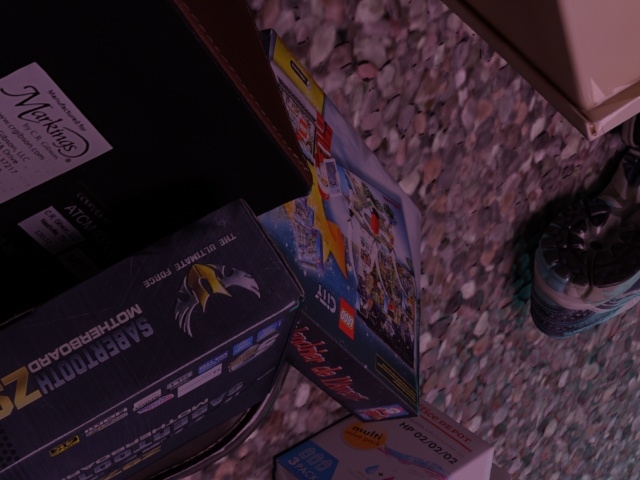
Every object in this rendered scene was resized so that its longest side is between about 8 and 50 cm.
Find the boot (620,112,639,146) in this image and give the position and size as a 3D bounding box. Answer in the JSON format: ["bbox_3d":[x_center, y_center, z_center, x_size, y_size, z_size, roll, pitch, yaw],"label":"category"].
[{"bbox_3d":[0.395,-0.120,1.079,0.236,0.179,0.085,-27,132,-34],"label":"boot"}]

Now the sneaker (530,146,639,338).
[{"bbox_3d":[0.287,-0.007,1.125,0.283,0.110,0.122,-28,151,-29],"label":"sneaker"}]

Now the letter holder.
[{"bbox_3d":[-0.152,-0.145,0.520,0.152,0.214,0.302,-25,142,10],"label":"letter holder"}]

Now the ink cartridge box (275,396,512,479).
[{"bbox_3d":[0.064,0.183,0.983,0.181,0.104,0.061,-24,131,-37],"label":"ink cartridge box"}]

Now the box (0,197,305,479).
[{"bbox_3d":[-0.125,0.086,0.566,0.233,0.059,0.183,-28,167,-17],"label":"box"}]

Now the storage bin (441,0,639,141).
[{"bbox_3d":[0.169,-0.226,0.646,0.260,0.262,0.123,-30,134,-4],"label":"storage bin"}]

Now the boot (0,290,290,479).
[{"bbox_3d":[-0.142,0.068,0.697,0.263,0.091,0.229,-45,141,-13],"label":"boot"}]

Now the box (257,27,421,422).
[{"bbox_3d":[0.000,0.000,0.772,0.233,0.044,0.159,46,41,-50],"label":"box"}]
